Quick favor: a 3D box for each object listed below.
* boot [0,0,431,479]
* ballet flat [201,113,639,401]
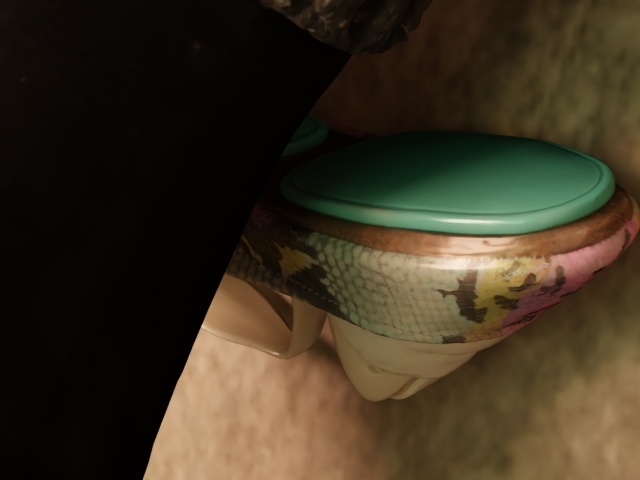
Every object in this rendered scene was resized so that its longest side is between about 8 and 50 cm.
[{"bbox_3d":[-0.006,-0.066,0.423,0.260,0.131,0.348,-11,55,36],"label":"boot"},{"bbox_3d":[0.000,0.000,0.538,0.221,0.077,0.079,17,119,43],"label":"ballet flat"}]
